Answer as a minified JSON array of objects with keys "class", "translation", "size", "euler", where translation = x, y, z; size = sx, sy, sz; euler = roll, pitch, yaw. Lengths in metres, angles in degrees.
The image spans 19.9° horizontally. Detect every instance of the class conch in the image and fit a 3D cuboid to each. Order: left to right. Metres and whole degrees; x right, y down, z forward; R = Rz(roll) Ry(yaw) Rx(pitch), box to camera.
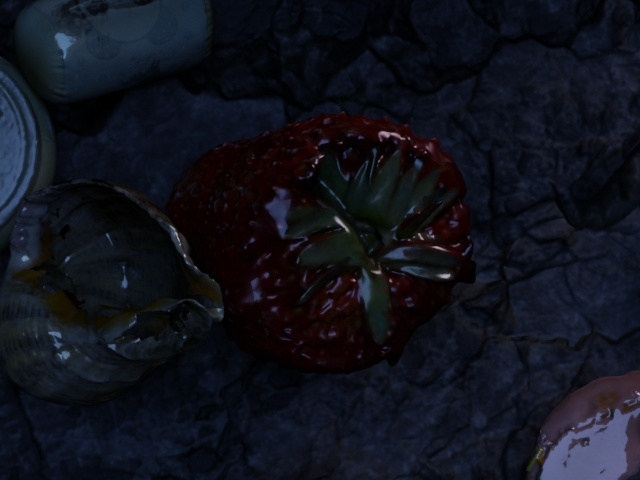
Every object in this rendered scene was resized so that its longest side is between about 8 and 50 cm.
[{"class":"conch","translation":[-0.200,0.053,1.757],"size":[0.291,0.159,0.210],"euler":[-6,82,27]}]

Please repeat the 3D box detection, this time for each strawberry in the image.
[{"class":"strawberry","translation":[-0.002,-0.004,1.769],"size":[0.261,0.257,0.261],"euler":[0,90,-24]}]

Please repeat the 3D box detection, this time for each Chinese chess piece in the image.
[{"class":"Chinese chess piece","translation":[-0.376,-0.082,1.810],"size":[0.237,0.092,0.238],"euler":[0,84,-3]}]

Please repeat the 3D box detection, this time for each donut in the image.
[{"class":"donut","translation":[0.298,0.255,1.797],"size":[0.199,0.085,0.233],"euler":[-28,85,-6]}]

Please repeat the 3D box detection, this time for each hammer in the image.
[{"class":"hammer","translation":[-0.245,-0.287,1.832],"size":[0.201,0.113,0.305],"euler":[-18,70,-28]}]
